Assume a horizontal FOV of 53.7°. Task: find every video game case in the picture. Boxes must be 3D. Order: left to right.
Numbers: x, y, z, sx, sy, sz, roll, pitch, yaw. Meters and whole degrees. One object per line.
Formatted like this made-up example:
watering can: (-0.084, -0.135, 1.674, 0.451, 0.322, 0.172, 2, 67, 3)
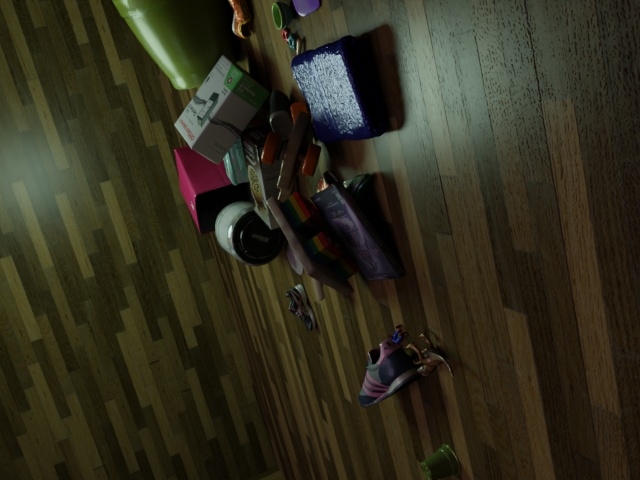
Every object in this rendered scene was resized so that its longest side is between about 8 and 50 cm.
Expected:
video game case: (0.088, -0.016, 1.591, 0.274, 0.026, 0.196, 56, 162, -6)

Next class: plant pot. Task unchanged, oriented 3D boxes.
plant pot: (-0.452, -0.710, 2.105, 0.366, 0.366, 0.353, 39, 156, 57)
plant pot: (0.300, 0.572, 1.606, 0.083, 0.079, 0.083, 54, 154, 42)

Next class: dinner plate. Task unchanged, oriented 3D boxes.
dinner plate: (-0.099, 0.061, 2.309, 0.141, 0.017, 0.141, 162, 90, -71)

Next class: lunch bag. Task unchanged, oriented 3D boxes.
lunch bag: (-0.309, -0.349, 2.268, 0.279, 0.108, 0.224, 84, 172, -49)

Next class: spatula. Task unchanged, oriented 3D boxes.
spatula: (0.001, -0.575, 1.405, 0.296, 0.030, 0.084, 7, 116, 68)

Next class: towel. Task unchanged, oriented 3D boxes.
towel: (0.045, -0.342, 1.458, 0.308, 0.076, 0.227, 17, 131, 66)

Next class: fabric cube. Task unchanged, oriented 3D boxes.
fabric cube: (-0.415, -0.226, 2.527, 0.258, 0.259, 0.254, 60, 159, 30)

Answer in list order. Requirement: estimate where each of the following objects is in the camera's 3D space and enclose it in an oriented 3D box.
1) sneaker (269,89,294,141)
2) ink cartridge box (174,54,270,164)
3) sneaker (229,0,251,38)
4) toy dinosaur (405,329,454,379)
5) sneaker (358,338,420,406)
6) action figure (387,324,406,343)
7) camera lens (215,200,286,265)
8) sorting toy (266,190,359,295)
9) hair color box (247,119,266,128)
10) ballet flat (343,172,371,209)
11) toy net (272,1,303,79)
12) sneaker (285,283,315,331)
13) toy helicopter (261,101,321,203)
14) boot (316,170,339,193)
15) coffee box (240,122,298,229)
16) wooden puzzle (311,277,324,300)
sneaker: (-0.100, -0.333, 1.872, 0.222, 0.083, 0.118, 80, -176, -54)
ink cartridge box: (-0.321, -0.421, 2.037, 0.121, 0.289, 0.211, 29, -167, -40)
sneaker: (-0.235, -0.699, 1.914, 0.067, 0.064, 0.175, 31, 146, 32)
toy dinosaur: (0.263, 0.270, 1.475, 0.112, 0.064, 0.211, 48, 166, 9)
sneaker: (0.167, 0.361, 1.725, 0.131, 0.112, 0.319, 59, 150, 16)
action figure: (0.199, 0.263, 1.670, 0.038, 0.030, 0.115, 55, 158, 27)
camera lens: (-0.265, -0.032, 2.359, 0.274, 0.219, 0.219, 23, 129, 65)
sorting toy: (0.000, 0.000, 1.718, 0.257, 0.089, 0.255, 59, -167, 29)
hair color box: (-0.206, -0.363, 2.153, 0.141, 0.043, 0.072, -140, 36, -58)
ballet flat: (0.077, -0.116, 1.568, 0.070, 0.070, 0.188, 61, 157, 25)
toy net: (-0.082, -0.508, 1.672, 0.122, 0.045, 0.232, 9, 117, 68)
sneaker: (-0.079, 0.257, 2.344, 0.178, 0.077, 0.072, 69, 162, 4)
toy helicopter: (-0.079, -0.219, 1.760, 0.355, 0.140, 0.235, 108, 177, -56)
boot: (0.037, -0.112, 1.713, 0.158, 0.059, 0.084, 63, 155, 24)
coffee box: (-0.161, -0.211, 2.057, 0.168, 0.119, 0.297, -135, 32, -54)
wooden puzzle: (-0.028, 0.038, 1.972, 0.238, 0.044, 0.221, -109, 6, -60)
